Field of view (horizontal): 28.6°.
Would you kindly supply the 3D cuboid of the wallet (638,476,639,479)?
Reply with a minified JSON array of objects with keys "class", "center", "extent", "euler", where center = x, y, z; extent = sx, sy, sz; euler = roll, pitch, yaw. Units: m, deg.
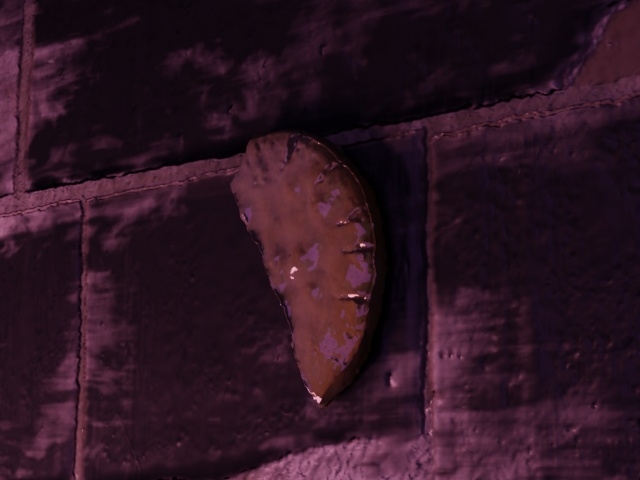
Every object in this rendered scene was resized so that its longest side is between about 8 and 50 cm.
[{"class":"wallet","center":[0.340,0.208,0.887],"extent":[0.250,0.044,0.149],"euler":[47,113,33]}]

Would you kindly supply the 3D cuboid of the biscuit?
[{"class":"biscuit","center":[-0.001,0.000,1.189],"extent":[0.141,0.038,0.290],"euler":[-33,62,27]}]
